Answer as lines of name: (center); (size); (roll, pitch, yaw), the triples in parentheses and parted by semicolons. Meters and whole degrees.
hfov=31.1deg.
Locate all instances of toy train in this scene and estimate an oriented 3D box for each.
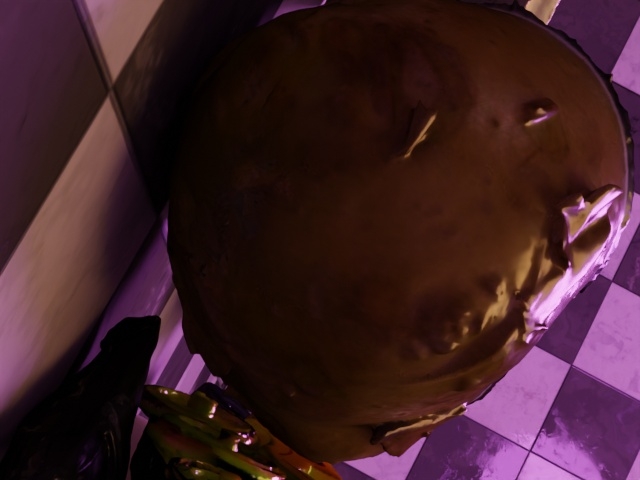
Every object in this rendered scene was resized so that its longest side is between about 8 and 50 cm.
toy train: (-0.045, 0.168, 0.663); (0.100, 0.160, 0.296); (-63, -167, 0)

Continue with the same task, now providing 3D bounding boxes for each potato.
potato: (0.000, 0.000, 0.631); (0.196, 0.246, 0.300); (-13, 150, -46)

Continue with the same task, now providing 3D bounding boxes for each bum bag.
bum bag: (-0.138, 0.123, 0.619); (0.248, 0.069, 0.102); (-62, 164, -71)

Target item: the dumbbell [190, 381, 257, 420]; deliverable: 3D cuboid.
dumbbell: (-0.121, 0.245, 1.103); (0.325, 0.143, 0.143); (-45, 178, -1)

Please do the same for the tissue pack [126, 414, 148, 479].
tissue pack: (-0.117, 0.375, 0.802); (0.405, 0.331, 0.205); (-61, -179, -37)

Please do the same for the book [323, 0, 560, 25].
book: (0.087, -0.198, 0.771); (0.215, 0.025, 0.283); (-63, -153, 21)
